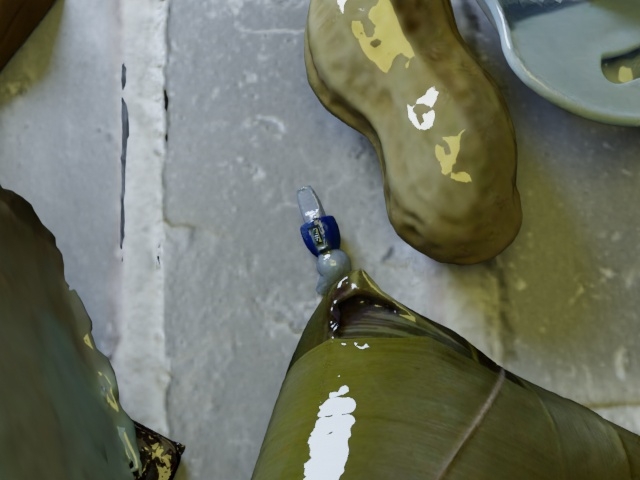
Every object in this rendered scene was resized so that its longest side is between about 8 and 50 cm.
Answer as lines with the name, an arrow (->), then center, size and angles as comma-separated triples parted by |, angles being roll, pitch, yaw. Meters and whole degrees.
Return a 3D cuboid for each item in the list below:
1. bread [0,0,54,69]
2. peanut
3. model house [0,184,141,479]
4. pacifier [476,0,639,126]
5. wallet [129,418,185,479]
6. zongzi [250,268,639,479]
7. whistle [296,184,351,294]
bread -> -0.277, -0.162, 0.907 | 0.074, 0.084, 0.139 | 30, 107, 11
peanut -> 0.062, -0.107, 0.823 | 0.125, 0.111, 0.274 | -22, 73, 0
model house -> -0.296, 0.211, 0.590 | 0.400, 0.395, 0.445 | -24, 74, 4
pacifier -> 0.206, -0.225, 0.807 | 0.227, 0.207, 0.279 | -24, 73, -23
wallet -> -0.220, 0.146, 0.798 | 0.232, 0.031, 0.122 | 24, 77, 10
zongzi -> 0.105, 0.199, 0.669 | 0.317, 0.154, 0.289 | 21, 50, -4
whistle -> 0.000, 0.000, 0.837 | 0.033, 0.029, 0.083 | -22, 80, 12
